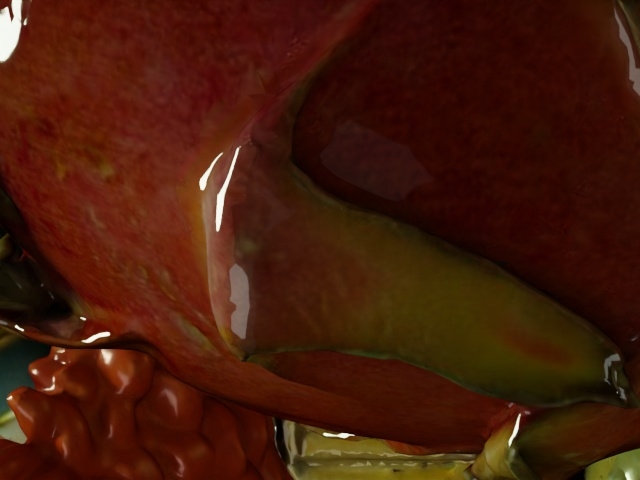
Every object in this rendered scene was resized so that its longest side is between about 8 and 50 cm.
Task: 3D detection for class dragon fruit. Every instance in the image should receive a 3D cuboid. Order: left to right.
[{"bbox_3d":[0.028,-0.061,0.426,0.315,0.250,0.250,23,154,35],"label":"dragon fruit"}]

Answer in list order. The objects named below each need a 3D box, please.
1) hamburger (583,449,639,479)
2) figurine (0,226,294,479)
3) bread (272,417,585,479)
[{"bbox_3d":[0.217,0.101,0.540,0.288,0.167,0.192,11,147,48],"label":"hamburger"},{"bbox_3d":[-0.133,0.076,0.830,0.306,0.241,0.411,67,178,-60],"label":"figurine"},{"bbox_3d":[0.068,0.047,0.644,0.104,0.199,0.199,-1,141,28],"label":"bread"}]
